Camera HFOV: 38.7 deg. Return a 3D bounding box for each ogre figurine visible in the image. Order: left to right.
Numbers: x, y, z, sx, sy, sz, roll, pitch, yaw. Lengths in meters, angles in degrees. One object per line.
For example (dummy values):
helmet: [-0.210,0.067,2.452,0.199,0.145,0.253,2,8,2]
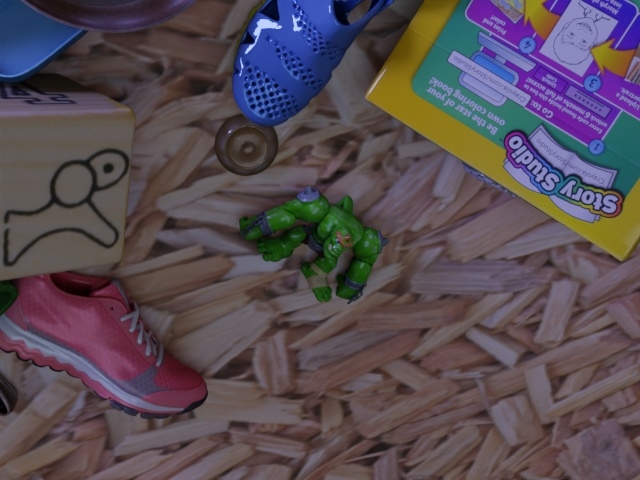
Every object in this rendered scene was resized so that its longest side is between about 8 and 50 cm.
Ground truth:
ogre figurine: [0.000,0.000,1.203,0.197,0.097,0.118,42,117,-7]

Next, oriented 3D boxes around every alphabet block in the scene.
alphabet block: [-0.344,-0.077,1.014,0.197,0.193,0.193,-8,118,-43]

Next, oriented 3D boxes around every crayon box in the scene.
crayon box: [0.289,-0.203,1.070,0.362,0.106,0.313,35,103,14]

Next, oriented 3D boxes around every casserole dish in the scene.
casserole dish: [-0.327,-0.247,1.025,0.114,0.037,0.188,38,65,6]

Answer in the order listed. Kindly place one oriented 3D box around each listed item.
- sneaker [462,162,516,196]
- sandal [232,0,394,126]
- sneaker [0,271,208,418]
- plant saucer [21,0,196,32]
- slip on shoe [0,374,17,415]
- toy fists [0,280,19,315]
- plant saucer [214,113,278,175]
sneaker: [0.332,-0.119,1.218,0.293,0.102,0.146,11,102,-18]
sandal: [0.005,-0.268,1.073,0.126,0.138,0.317,31,105,-22]
sneaker: [-0.271,0.124,1.186,0.313,0.116,0.136,28,102,-19]
plant saucer: [-0.239,-0.384,0.988,0.310,0.050,0.311,-6,104,-27]
slip on shoe: [-0.462,0.185,1.213,0.051,0.041,0.135,-36,113,5]
toy fists: [-0.499,0.089,1.122,0.279,0.096,0.142,-43,77,8]
plant saucer: [-0.095,-0.121,1.176,0.083,0.015,0.084,-3,112,-9]
